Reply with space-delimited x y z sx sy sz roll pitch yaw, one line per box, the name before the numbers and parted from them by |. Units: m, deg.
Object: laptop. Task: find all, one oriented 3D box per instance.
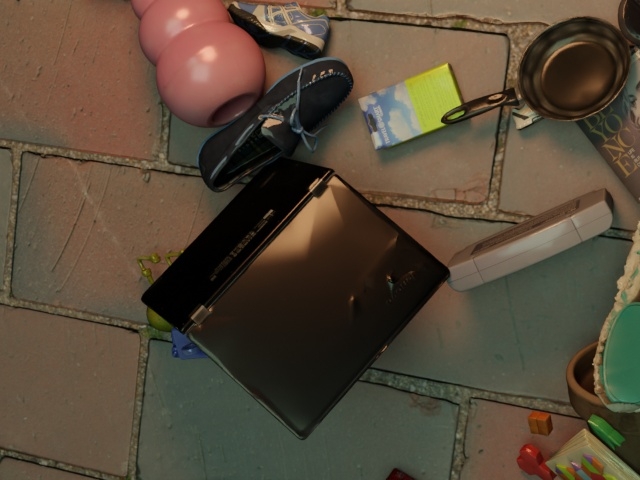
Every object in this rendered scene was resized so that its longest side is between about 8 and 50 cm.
laptop | -0.060 0.080 1.897 0.382 0.408 0.236 -47 115 -11

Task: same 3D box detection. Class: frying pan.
frying pan | 0.389 -0.249 1.844 0.326 0.053 0.197 -42 58 11

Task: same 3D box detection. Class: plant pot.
plant pot | 0.554 0.311 1.793 0.263 0.263 0.229 -3 111 18

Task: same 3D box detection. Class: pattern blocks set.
pattern blocks set | 0.460 0.396 1.794 0.285 0.324 0.026 38 63 20

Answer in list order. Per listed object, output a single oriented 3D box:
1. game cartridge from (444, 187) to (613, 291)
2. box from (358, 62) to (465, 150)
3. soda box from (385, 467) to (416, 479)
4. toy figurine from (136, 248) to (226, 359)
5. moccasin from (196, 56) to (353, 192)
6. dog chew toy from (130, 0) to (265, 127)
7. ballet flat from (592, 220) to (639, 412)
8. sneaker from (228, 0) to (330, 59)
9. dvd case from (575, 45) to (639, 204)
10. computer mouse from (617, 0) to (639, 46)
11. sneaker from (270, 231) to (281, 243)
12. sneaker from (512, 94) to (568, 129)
game cartridge | 0.360 0.001 1.835 0.297 0.198 0.062 -25 98 19
box | 0.170 -0.242 1.954 0.178 0.042 0.109 -20 88 19
soda box | 0.113 0.572 2.030 0.092 0.083 0.263 29 103 13
toy figurine | -0.231 0.138 2.003 0.363 0.217 0.191 -4 117 25
moccasin | -0.073 -0.195 1.964 0.342 0.138 0.116 -38 40 20
dog chew toy | -0.244 -0.377 2.003 0.207 0.207 0.331 -35 76 18
ballet flat | 0.542 0.120 1.735 0.147 0.147 0.408 19 62 15
sneaker | -0.076 -0.409 2.012 0.211 0.080 0.081 25 75 17
dvd case | 0.541 -0.196 1.809 0.164 0.018 0.221 -43 66 26
computer mouse | 0.618 -0.417 1.784 0.272 0.072 0.188 -37 81 5
sneaker | 0.000 0.000 2.027 0.192 0.064 0.086 -21 96 19
sneaker | 0.388 -0.236 1.886 0.109 0.040 0.043 -25 85 18
